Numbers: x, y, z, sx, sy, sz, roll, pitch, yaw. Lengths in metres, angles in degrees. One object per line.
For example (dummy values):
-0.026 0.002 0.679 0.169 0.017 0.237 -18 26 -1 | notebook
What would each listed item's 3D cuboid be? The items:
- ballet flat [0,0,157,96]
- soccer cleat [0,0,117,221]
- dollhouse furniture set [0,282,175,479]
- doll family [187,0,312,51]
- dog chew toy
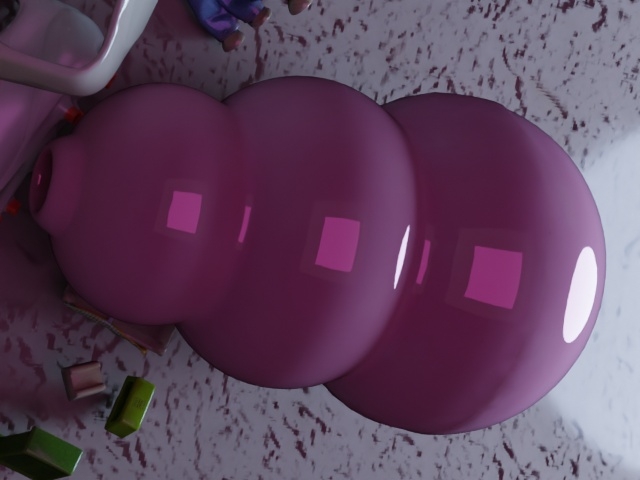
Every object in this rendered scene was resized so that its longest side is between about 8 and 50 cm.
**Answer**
-0.189 -0.114 0.570 0.182 0.164 0.482 39 76 -4 | ballet flat
-0.192 -0.048 0.657 0.076 0.068 0.196 36 86 -1 | soccer cleat
-0.139 0.070 0.726 0.076 0.059 0.151 32 63 -23 | dollhouse furniture set
-0.034 -0.202 0.711 0.193 0.076 0.111 -49 123 -11 | doll family
0.000 0.000 0.691 0.332 0.207 0.206 11 93 -29 | dog chew toy
